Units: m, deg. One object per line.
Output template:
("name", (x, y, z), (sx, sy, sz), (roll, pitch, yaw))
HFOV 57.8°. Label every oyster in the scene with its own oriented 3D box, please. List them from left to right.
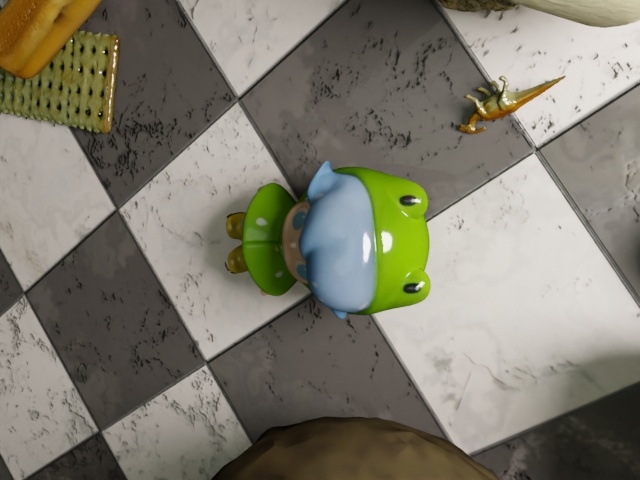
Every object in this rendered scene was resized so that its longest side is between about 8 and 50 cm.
("oyster", (0.140, -0.232, 0.557), (0.083, 0.080, 0.038), (-118, 33, -40))

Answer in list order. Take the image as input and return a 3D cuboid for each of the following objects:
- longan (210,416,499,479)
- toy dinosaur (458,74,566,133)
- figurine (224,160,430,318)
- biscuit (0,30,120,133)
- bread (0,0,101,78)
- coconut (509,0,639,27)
("longan", (0.031, 0.363, 0.531), (0.390, 0.391, 0.392), (4, 100, 24))
("toy dinosaur", (0.181, -0.144, 0.571), (0.113, 0.026, 0.041), (-30, 92, 35))
("figurine", (0.000, 0.000, 0.627), (0.263, 0.143, 0.162), (1, 91, 42))
("biscuit", (-0.381, -0.233, 0.825), (0.231, 0.016, 0.139), (15, 103, 22))
("bread", (-0.337, -0.314, 0.750), (0.239, 0.074, 0.093), (-40, 89, 19))
("coconut", (0.191, -0.293, 0.407), (0.247, 0.245, 0.245), (10, 107, -19))
